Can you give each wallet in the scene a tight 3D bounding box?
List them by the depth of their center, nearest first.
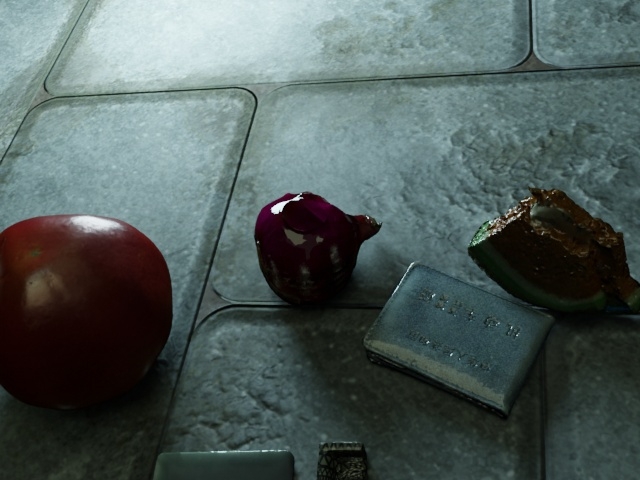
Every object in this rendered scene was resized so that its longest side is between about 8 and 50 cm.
[{"bbox_3d":[0.181,0.127,1.032,0.222,0.036,0.167,22,60,28],"label":"wallet"}]

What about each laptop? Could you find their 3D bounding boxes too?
[{"bbox_3d":[-0.130,0.382,0.919,0.188,0.015,0.269,-5,51,10],"label":"laptop"}]

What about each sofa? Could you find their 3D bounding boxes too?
[{"bbox_3d":[0.026,0.306,0.926,0.060,0.039,0.118,-4,52,11],"label":"sofa"}]

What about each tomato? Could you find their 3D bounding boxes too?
[{"bbox_3d":[-0.353,0.084,1.080,0.299,0.226,0.298,-8,47,9],"label":"tomato"}]

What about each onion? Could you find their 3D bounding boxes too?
[{"bbox_3d":[-0.002,-0.009,1.123,0.198,0.135,0.173,-28,54,-11],"label":"onion"}]

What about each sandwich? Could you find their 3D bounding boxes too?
[{"bbox_3d":[0.311,0.029,1.005,0.235,0.159,0.079,37,54,16],"label":"sandwich"}]
